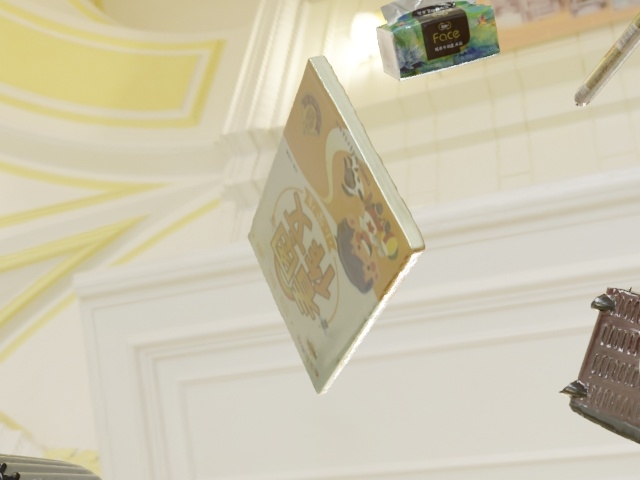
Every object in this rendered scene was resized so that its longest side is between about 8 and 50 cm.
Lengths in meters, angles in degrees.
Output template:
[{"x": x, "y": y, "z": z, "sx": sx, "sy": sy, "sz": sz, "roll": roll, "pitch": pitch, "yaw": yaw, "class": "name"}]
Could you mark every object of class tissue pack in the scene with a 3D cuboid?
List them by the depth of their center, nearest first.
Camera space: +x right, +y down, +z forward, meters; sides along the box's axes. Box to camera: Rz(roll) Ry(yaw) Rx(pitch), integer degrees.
[{"x": 0.119, "y": -0.221, "z": 0.862, "sx": 0.085, "sy": 0.111, "sz": 0.079, "roll": -116, "pitch": 12, "yaw": -70, "class": "tissue pack"}]

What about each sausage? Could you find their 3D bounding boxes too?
[{"x": 0.479, "y": -0.302, "z": 1.305, "sx": 0.269, "sy": 0.033, "sz": 0.033, "roll": 119, "pitch": 160, "yaw": -53, "class": "sausage"}]

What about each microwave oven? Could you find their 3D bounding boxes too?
[{"x": 0.443, "y": 0.169, "z": 1.051, "sx": 0.247, "sy": 0.178, "sz": 0.188, "roll": 8, "pitch": -78, "yaw": -57, "class": "microwave oven"}]

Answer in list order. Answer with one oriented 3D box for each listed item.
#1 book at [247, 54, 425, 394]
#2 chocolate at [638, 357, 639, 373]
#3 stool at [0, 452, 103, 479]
[{"x": 0.000, "y": 0.000, "z": 0.786, "sx": 0.208, "sy": 0.020, "sz": 0.295, "roll": 64, "pitch": 152, "yaw": 25, "class": "book"}, {"x": 0.358, "y": 0.150, "z": 0.789, "sx": 0.167, "sy": 0.072, "sz": 0.072, "roll": 49, "pitch": -146, "yaw": -33, "class": "chocolate"}, {"x": -0.453, "y": 0.454, "z": 1.183, "sx": 0.330, "sy": 0.297, "sz": 0.297, "roll": 64, "pitch": -159, "yaw": -74, "class": "stool"}]
